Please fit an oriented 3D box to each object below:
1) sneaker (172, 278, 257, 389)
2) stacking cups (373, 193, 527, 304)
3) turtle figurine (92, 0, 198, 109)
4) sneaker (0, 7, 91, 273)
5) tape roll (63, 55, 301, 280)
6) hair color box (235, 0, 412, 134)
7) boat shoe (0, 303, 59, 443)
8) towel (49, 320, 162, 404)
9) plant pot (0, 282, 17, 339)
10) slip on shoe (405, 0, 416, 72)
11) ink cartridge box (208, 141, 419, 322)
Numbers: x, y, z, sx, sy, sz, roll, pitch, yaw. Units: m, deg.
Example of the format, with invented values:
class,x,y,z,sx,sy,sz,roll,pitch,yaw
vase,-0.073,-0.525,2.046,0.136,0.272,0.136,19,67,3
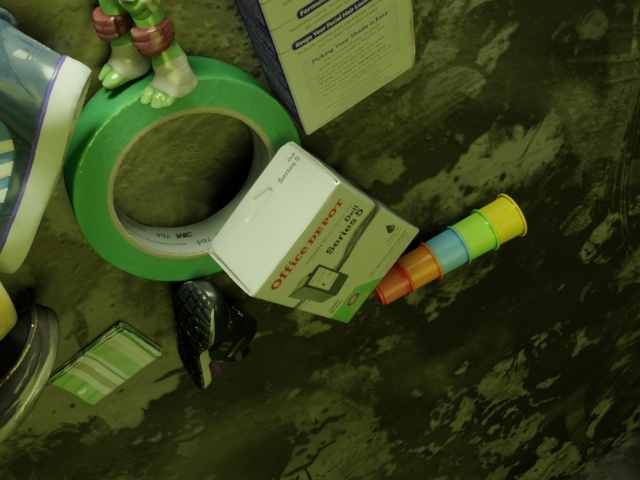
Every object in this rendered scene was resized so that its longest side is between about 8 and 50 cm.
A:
class,x,y,z,sx,sy,sz,roll,pitch,yaw
sneaker,-0.165,0.132,1.076,0.124,0.107,0.283,-27,155,-27
stacking cups,0.238,0.017,1.269,0.316,0.096,0.096,-26,134,-6
turtle figurine,-0.243,-0.255,0.669,0.198,0.274,0.266,0,137,10
sneaker,-0.417,-0.116,0.739,0.236,0.130,0.322,21,127,-21
tape roll,-0.184,-0.091,0.915,0.321,0.077,0.321,-17,132,-21
hair color box,0.003,-0.289,0.775,0.185,0.110,0.339,-34,159,-5
boat shoe,-0.495,0.223,0.876,0.355,0.132,0.130,-49,133,2
towel,-0.352,0.209,1.084,0.152,0.023,0.113,-38,135,0
plant pot,-0.503,0.105,0.749,0.239,0.254,0.254,-42,142,-35
slip on shoe,0.117,-0.314,0.955,0.041,0.052,0.135,-57,141,-42
ink cartridge box,0.000,0.000,0.978,0.198,0.115,0.273,-53,147,9
